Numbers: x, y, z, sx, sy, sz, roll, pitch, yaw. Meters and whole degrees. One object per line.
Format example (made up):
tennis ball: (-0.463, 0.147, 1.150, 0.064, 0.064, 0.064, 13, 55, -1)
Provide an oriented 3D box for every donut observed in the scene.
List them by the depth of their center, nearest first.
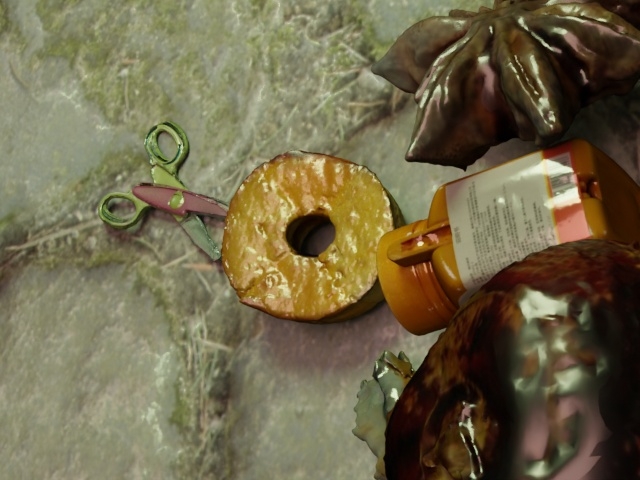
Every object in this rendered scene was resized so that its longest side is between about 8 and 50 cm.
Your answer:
donut: (0.000, 0.002, 1.681, 0.190, 0.074, 0.174, -6, 70, 27)

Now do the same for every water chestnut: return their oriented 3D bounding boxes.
water chestnut: (0.222, 0.181, 1.364, 0.350, 0.302, 0.350, -52, 28, 42)

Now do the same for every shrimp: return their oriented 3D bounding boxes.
shrimp: (0.050, 0.262, 1.577, 0.185, 0.068, 0.287, 41, 107, 39)

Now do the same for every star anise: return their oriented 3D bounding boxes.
star anise: (0.172, -0.157, 1.533, 0.315, 0.108, 0.315, -22, 28, 12)

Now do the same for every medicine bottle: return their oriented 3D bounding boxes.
medicine bottle: (0.170, 0.007, 1.520, 0.222, 0.149, 0.112, -20, 62, 26)

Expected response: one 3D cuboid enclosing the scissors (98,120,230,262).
scissors: (-0.151, -0.042, 1.823, 0.187, 0.020, 0.133, 34, 90, 37)
